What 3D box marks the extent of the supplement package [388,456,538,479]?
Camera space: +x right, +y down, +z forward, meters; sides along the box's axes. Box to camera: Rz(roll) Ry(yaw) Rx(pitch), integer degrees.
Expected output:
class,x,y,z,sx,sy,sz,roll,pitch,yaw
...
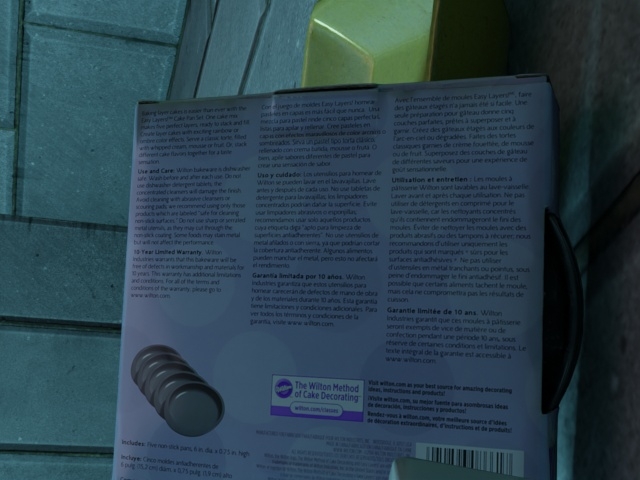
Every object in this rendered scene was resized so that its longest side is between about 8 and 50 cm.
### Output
class,x,y,z,sx,sy,sz,roll,pitch,yaw
supplement package,0.088,0.205,0.200,0.293,0.178,0.175,-73,-7,-75

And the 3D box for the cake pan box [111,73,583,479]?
class,x,y,z,sx,sy,sz,roll,pitch,yaw
cake pan box,0.012,0.036,0.526,0.070,0.267,0.245,12,-102,-69

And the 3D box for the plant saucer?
class,x,y,z,sx,sy,sz,roll,pitch,yaw
plant saucer,0.052,-0.046,0.725,0.333,0.081,0.332,-169,86,-74
